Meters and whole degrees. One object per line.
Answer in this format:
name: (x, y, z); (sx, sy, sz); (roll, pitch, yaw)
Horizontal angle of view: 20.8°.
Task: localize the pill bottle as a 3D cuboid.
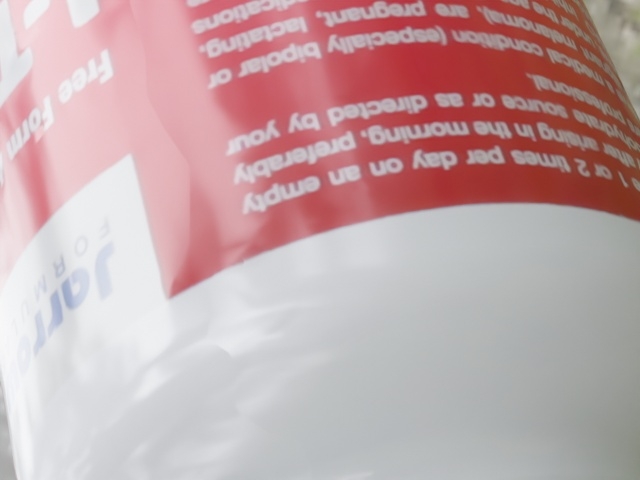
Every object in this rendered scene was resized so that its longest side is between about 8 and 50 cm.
pill bottle: (0.000, 0.000, 0.590); (0.229, 0.229, 0.407); (96, 161, -53)
